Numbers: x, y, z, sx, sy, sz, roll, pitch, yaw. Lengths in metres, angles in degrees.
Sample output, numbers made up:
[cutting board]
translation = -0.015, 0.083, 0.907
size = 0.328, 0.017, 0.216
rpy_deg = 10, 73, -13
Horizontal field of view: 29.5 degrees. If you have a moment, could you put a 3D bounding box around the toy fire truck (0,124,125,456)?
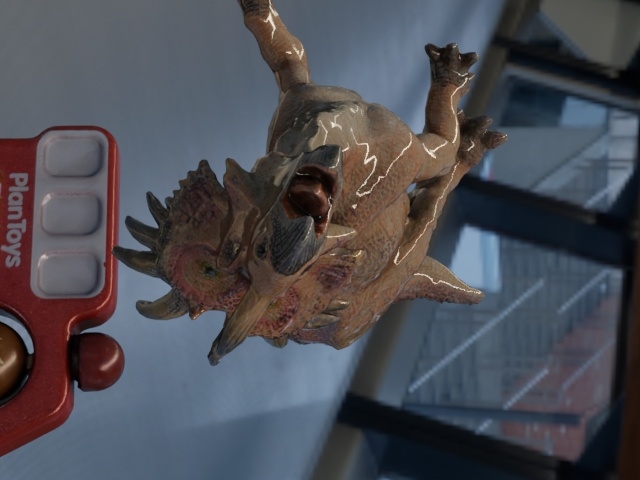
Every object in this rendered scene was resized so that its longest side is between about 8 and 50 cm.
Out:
[toy fire truck]
translation = -0.292, 0.045, 1.015
size = 0.169, 0.253, 0.302
rpy_deg = 96, -8, -68

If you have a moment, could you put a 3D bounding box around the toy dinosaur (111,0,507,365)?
[toy dinosaur]
translation = 0.000, 0.000, 0.605
size = 0.296, 0.127, 0.200
rpy_deg = 59, 46, -57
